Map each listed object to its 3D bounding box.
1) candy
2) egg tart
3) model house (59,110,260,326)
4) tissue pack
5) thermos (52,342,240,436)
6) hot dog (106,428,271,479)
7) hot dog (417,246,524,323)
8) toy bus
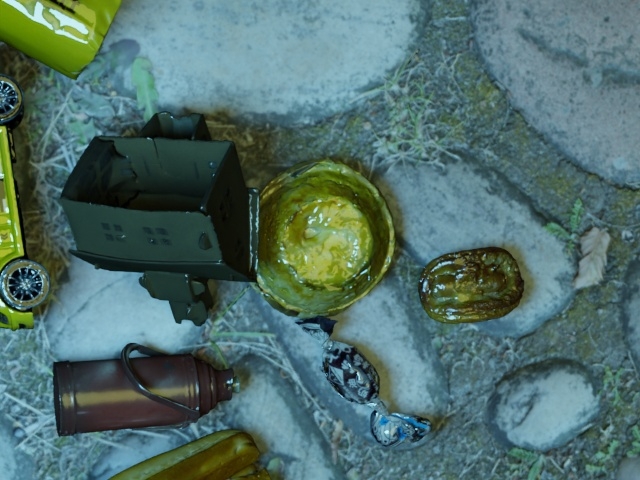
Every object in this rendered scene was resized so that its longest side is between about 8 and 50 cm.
[{"bbox_3d":[0.054,0.179,1.965,0.226,0.094,0.051,47,41,-6],"label":"candy"},{"bbox_3d":[0.000,-0.001,1.947,0.213,0.090,0.212,0,91,-11],"label":"egg tart"},{"bbox_3d":[-0.175,-0.011,1.863,0.211,0.204,0.243,4,133,20],"label":"model house"},{"bbox_3d":[-0.371,-0.314,1.790,0.271,0.192,0.134,28,82,-12],"label":"tissue pack"},{"bbox_3d":[-0.215,0.193,1.890,0.232,0.099,0.124,-3,128,-16],"label":"thermos"},{"bbox_3d":[-0.209,0.340,1.859,0.337,0.100,0.135,-23,96,-35],"label":"hot dog"},{"bbox_3d":[0.204,0.061,2.010,0.147,0.065,0.099,-5,83,-13],"label":"hot dog"},{"bbox_3d":[-0.415,-0.051,1.807,0.151,0.145,0.331,-7,90,-13],"label":"toy bus"}]
